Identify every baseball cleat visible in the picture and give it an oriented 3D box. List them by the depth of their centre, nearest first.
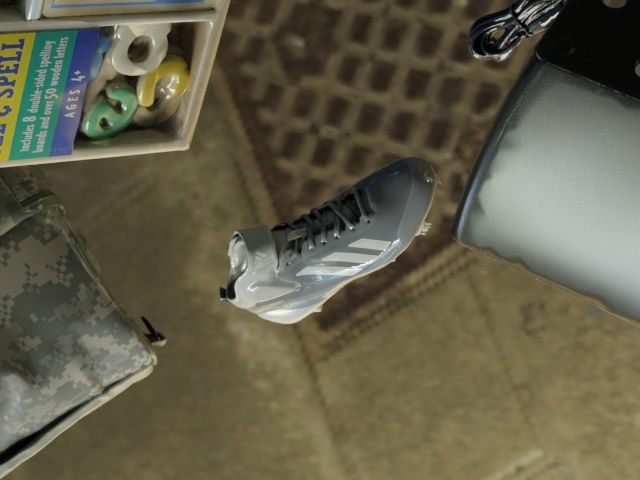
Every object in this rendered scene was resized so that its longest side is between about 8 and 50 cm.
[{"bbox_3d":[0.000,0.000,1.543,0.206,0.109,0.072,-45,49,30],"label":"baseball cleat"}]

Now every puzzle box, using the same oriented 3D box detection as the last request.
[{"bbox_3d":[-0.144,-0.220,1.011,0.052,0.272,0.409,45,130,39],"label":"puzzle box"}]

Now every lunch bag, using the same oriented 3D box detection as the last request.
[{"bbox_3d":[-0.322,0.089,1.698,0.305,0.212,0.256,-35,78,-12],"label":"lunch bag"}]

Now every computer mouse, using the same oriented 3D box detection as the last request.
[{"bbox_3d":[0.120,-0.225,1.286,0.106,0.042,0.193,-35,60,53],"label":"computer mouse"}]

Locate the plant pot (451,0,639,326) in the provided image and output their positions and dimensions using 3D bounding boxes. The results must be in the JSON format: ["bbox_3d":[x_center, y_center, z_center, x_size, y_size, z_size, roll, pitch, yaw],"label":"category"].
[{"bbox_3d":[0.205,-0.076,1.179,0.187,0.167,0.188,25,59,19],"label":"plant pot"}]
